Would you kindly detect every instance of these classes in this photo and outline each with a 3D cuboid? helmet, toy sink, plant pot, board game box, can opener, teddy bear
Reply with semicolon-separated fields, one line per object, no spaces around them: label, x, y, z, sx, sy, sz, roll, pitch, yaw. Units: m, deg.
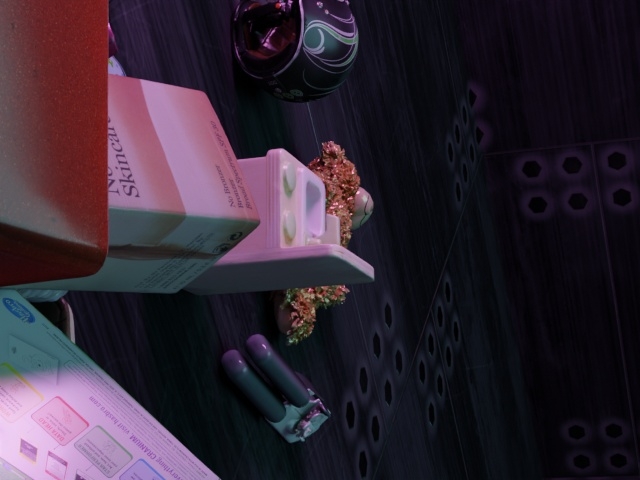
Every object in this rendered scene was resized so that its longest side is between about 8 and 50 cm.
helmet;-0.027;-0.273;1.892;0.161;0.169;0.169;7;78;-55
toy sink;-0.068;-0.021;1.586;0.153;0.234;0.131;31;56;-67
plant pot;-0.312;-0.109;0.874;0.236;0.267;0.267;13;73;-58
board game box;-0.244;0.181;0.981;0.242;0.064;0.316;42;31;6
can opener;-0.060;0.197;1.842;0.093;0.074;0.280;55;0;31
teddy bear;0.000;0.000;1.982;0.338;0.113;0.245;-47;131;-66

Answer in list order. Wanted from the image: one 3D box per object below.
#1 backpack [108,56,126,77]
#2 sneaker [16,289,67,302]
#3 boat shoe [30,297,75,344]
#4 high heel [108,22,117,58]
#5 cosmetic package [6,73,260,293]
backpack;-0.236;-0.137;1.348;0.114;0.084;0.105;51;40;-64
sneaker;-0.264;0.020;1.225;0.228;0.087;0.092;-56;140;-59
boat shoe;-0.250;0.147;1.275;0.072;0.068;0.190;82;11;-67
high heel;-0.218;-0.257;1.277;0.377;0.181;0.127;-77;154;-42
cosmetic package;-0.209;-0.051;1.123;0.296;0.129;0.153;2;57;-51
